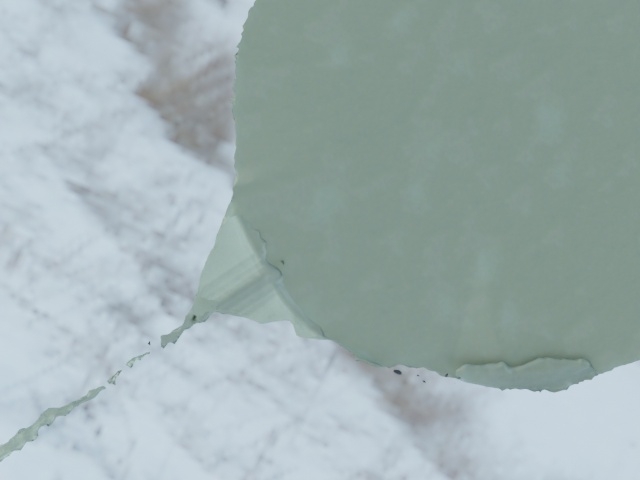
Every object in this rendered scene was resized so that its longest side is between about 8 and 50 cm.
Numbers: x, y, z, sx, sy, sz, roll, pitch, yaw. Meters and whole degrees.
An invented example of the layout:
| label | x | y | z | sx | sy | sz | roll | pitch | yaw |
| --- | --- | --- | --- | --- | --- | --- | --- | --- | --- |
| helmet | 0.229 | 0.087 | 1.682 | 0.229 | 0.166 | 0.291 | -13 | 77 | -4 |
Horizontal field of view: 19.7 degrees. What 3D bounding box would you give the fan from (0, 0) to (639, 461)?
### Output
| label | x | y | z | sx | sy | sz | roll | pitch | yaw |
| --- | --- | --- | --- | --- | --- | --- | --- | --- | --- |
| fan | 0.000 | 0.000 | 0.557 | 0.182 | 0.310 | 0.010 | 59 | -3 | -14 |
